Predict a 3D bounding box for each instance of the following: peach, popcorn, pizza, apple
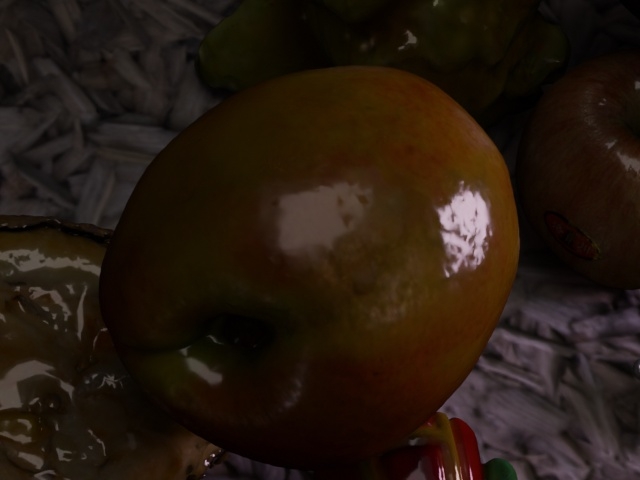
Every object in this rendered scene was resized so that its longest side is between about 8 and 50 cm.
[{"bbox_3d":[-0.001,0.009,1.440,0.307,0.308,0.332,28,43,8],"label":"peach"},{"bbox_3d":[0.063,-0.243,1.711,0.321,0.290,0.326,-17,81,-23],"label":"popcorn"},{"bbox_3d":[-0.263,0.105,1.545,0.392,0.080,0.435,35,57,13],"label":"pizza"},{"bbox_3d":[0.277,-0.062,1.686,0.211,0.188,0.211,3,57,-4],"label":"apple"}]

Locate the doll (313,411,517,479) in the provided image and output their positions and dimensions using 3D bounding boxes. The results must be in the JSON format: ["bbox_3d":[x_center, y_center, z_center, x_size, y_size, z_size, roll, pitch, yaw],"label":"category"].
[{"bbox_3d":[0.095,0.294,1.437,0.182,0.160,0.363,-5,59,-14],"label":"doll"}]

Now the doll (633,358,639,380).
[{"bbox_3d":[0.370,0.116,1.653,0.227,0.075,0.102,2,67,-20],"label":"doll"}]

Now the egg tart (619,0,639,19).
[{"bbox_3d":[0.416,-0.229,1.688,0.443,0.443,0.178,34,95,12],"label":"egg tart"}]
